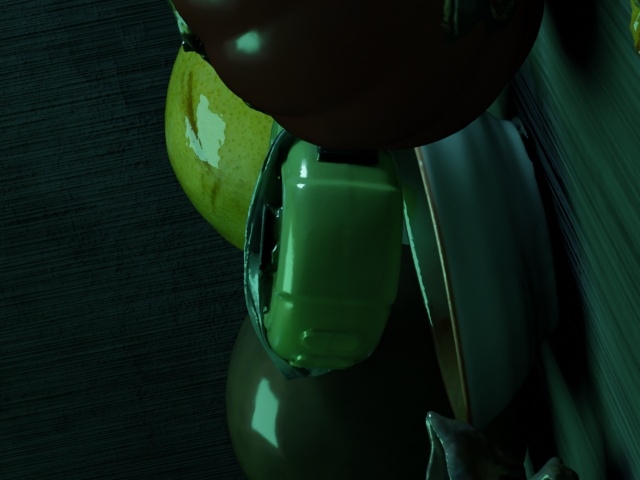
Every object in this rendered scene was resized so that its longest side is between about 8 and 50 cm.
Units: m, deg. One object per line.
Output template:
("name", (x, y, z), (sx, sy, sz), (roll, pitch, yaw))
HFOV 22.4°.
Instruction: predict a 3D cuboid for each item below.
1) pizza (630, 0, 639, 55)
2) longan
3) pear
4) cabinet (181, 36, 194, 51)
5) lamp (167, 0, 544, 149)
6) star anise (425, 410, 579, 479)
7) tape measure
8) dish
("pizza", (0.121, -0.112, 0.572), (0.108, 0.026, 0.123), (107, 152, -84))
("longan", (0.050, 0.135, 1.300), (0.300, 0.243, 0.300), (48, -157, -28))
("pear", (-0.026, -0.130, 1.788), (0.314, 0.314, 0.314), (169, 90, -89))
("cabinet", (-0.013, -0.262, 1.147), (0.175, 0.215, 0.148), (80, 179, -46))
("lamp", (0.024, -0.157, 0.820), (0.227, 0.227, 0.227), (169, 90, -89))
("star anise", (0.119, 0.199, 1.007), (0.197, 0.073, 0.212), (21, 134, 38))
("tape measure", (0.000, 0.000, 1.106), (0.175, 0.106, 0.200), (170, 106, -82))
("dish", (0.107, -0.003, 1.070), (0.260, 0.085, 0.260), (167, 90, -89))
